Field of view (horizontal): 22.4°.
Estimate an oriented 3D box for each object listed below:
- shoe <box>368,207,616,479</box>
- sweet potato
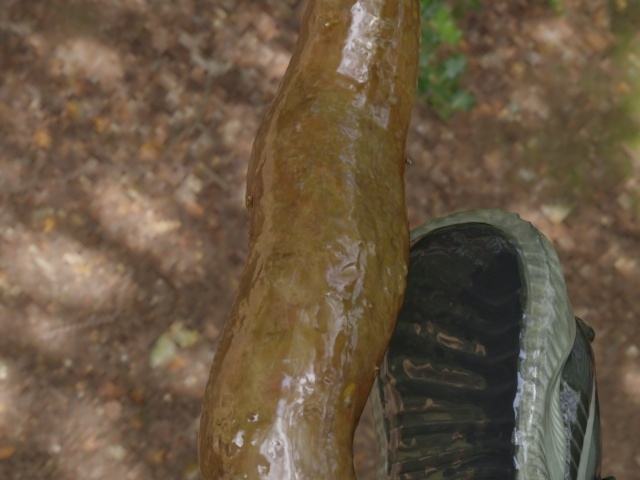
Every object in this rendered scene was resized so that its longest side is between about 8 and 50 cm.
[{"bbox_3d":[0.072,0.104,0.634,0.112,0.099,0.228,23,65,-54],"label":"shoe"},{"bbox_3d":[0.000,0.000,0.544,0.067,0.059,0.281,46,46,-57],"label":"sweet potato"}]
